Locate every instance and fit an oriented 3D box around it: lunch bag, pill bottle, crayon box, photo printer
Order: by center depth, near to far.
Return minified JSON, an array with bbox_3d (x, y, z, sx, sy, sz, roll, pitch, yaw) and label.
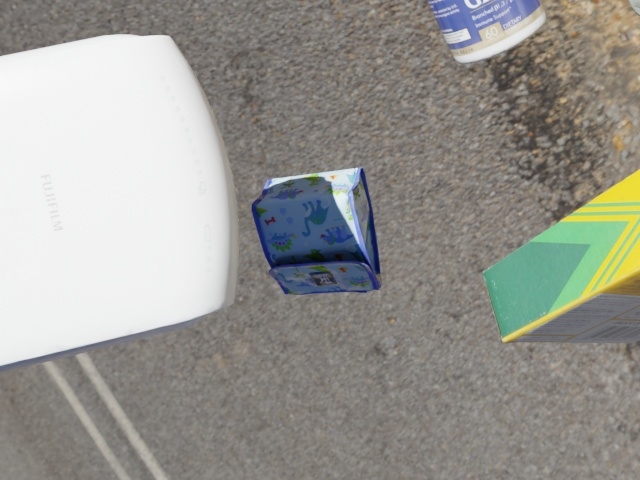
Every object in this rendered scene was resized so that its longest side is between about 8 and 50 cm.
[{"bbox_3d":[-0.226,-0.028,0.638,0.107,0.307,0.256,-143,41,-82],"label":"photo printer"},{"bbox_3d":[0.333,0.001,0.692,0.323,0.203,0.083,-42,51,49],"label":"crayon box"},{"bbox_3d":[0.134,-0.259,0.708,0.094,0.094,0.169,-11,117,44],"label":"pill bottle"},{"bbox_3d":[0.000,0.000,0.927,0.128,0.096,0.151,-4,120,18],"label":"lunch bag"}]

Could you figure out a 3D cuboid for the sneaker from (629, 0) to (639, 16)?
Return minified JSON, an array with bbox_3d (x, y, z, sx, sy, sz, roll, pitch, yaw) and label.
[{"bbox_3d":[0.409,-0.283,0.689,0.226,0.163,0.086,3,139,32],"label":"sneaker"}]
